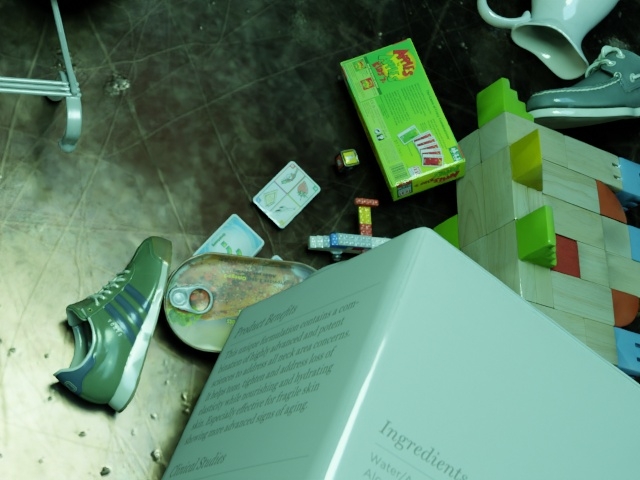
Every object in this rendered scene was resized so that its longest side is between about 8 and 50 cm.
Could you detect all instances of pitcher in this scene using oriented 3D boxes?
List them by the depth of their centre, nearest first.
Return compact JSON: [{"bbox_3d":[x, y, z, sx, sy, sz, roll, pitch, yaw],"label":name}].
[{"bbox_3d":[0.321,-0.349,1.537,0.178,0.125,0.207,29,72,-6],"label":"pitcher"}]

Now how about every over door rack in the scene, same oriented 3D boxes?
[{"bbox_3d":[-0.385,-0.228,1.187,0.240,0.108,0.324,2,54,-25],"label":"over door rack"}]

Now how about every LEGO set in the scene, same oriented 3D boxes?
[{"bbox_3d":[0.000,0.000,1.278,0.182,0.060,0.244,45,61,-2],"label":"LEGO set"}]

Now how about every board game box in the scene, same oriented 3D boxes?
[{"bbox_3d":[0.098,-0.147,1.357,0.092,0.043,0.181,-20,67,-2],"label":"board game box"}]

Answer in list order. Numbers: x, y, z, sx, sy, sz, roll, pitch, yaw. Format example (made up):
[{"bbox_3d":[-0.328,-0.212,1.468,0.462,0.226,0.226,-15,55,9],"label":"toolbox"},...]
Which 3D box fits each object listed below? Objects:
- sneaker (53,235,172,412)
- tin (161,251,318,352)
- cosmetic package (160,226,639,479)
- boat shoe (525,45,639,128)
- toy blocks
[{"bbox_3d":[-0.214,0.072,1.146,0.086,0.064,0.192,21,65,-20],"label":"sneaker"},{"bbox_3d":[-0.077,0.072,1.208,0.190,0.040,0.106,8,78,-16],"label":"tin"},{"bbox_3d":[0.054,0.264,1.002,0.327,0.329,0.393,35,59,-18],"label":"cosmetic package"},{"bbox_3d":[0.384,-0.207,1.492,0.320,0.116,0.099,-11,93,-35],"label":"boat shoe"},{"bbox_3d":[0.297,0.025,1.347,0.261,0.191,0.381,17,60,-30],"label":"toy blocks"}]
